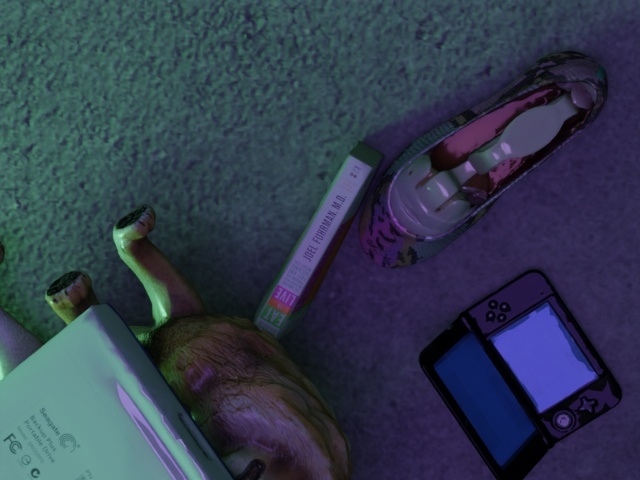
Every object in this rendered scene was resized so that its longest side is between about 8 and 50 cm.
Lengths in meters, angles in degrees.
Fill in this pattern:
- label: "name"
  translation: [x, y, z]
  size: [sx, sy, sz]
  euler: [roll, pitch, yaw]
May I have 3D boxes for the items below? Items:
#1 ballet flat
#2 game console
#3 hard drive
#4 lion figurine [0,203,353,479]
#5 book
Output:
- label: "ballet flat"
  translation: [0.114, -0.057, 1.313]
  size: [0.221, 0.079, 0.077]
  euler: [-37, 94, 10]
- label: "game console"
  translation: [0.149, 0.101, 1.337]
  size: [0.107, 0.071, 0.122]
  euler: [-33, 94, 10]
- label: "hard drive"
  translation: [-0.200, 0.220, 1.193]
  size: [0.319, 0.040, 0.210]
  euler: [-38, 81, 15]
- label: "lion figurine"
  translation: [-0.161, 0.115, 1.324]
  size: [0.392, 0.142, 0.240]
  euler: [-6, 124, 44]
- label: "book"
  translation: [0.000, 0.000, 1.325]
  size: [0.035, 0.096, 0.144]
  euler: [30, 100, 1]
